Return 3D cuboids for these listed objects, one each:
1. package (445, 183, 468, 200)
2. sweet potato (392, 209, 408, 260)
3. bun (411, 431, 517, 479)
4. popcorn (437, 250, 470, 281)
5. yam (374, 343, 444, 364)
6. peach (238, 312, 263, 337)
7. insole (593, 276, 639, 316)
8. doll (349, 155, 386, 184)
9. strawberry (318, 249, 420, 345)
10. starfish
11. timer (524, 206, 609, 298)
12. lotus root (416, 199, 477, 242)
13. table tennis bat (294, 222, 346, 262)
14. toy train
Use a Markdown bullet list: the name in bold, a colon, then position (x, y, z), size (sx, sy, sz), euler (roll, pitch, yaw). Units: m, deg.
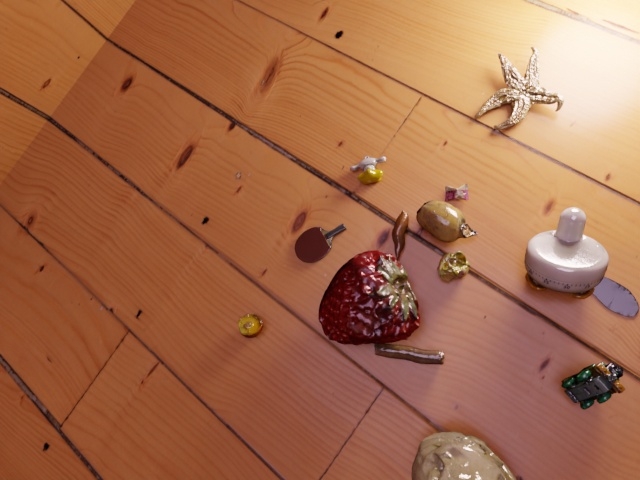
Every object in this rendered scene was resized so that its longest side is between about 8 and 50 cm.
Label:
- **package**: position (0.489, -0.172, 1.687), size (0.083, 0.029, 0.059), euler (-3, 83, 27)
- **sweet potato**: position (0.286, -0.016, 1.700), size (0.056, 0.056, 0.195), euler (7, 84, 18)
- **bun**: position (0.438, 0.705, 1.335), size (0.326, 0.362, 0.235), euler (33, 89, -20)
- **popcorn**: position (0.452, 0.088, 1.609), size (0.109, 0.089, 0.097), euler (-33, 59, 10)
- **yam**: position (0.300, 0.385, 1.600), size (0.241, 0.057, 0.057), euler (5, 78, 19)
- **peach**: position (-0.262, 0.326, 1.774), size (0.098, 0.061, 0.098), euler (-4, 55, 6)
- **insole**: position (0.897, 0.148, 1.502), size (0.253, 0.005, 0.086), euler (40, 90, 20)
- **doll**: position (0.176, -0.274, 1.788), size (0.135, 0.071, 0.113), euler (9, 72, 23)
- **strawberry**: position (0.149, 0.223, 1.594), size (0.345, 0.295, 0.318), euler (-38, 85, 40)
- **starfish**: position (0.711, -0.548, 1.694), size (0.299, 0.060, 0.303), euler (-1, 83, 23)
- **timer**: position (0.756, 0.041, 1.441), size (0.233, 0.240, 0.234), euler (-4, 33, 2)
- **lotus root**: position (0.437, -0.062, 1.633), size (0.220, 0.118, 0.125), euler (33, 105, 24)
- **table tennis bat**: position (0.000, 0.000, 1.796), size (0.220, 0.019, 0.130), euler (-31, 70, 9)
- **toy train**: position (0.802, 0.413, 1.372), size (0.136, 0.228, 0.091), euler (-29, 67, -24)
